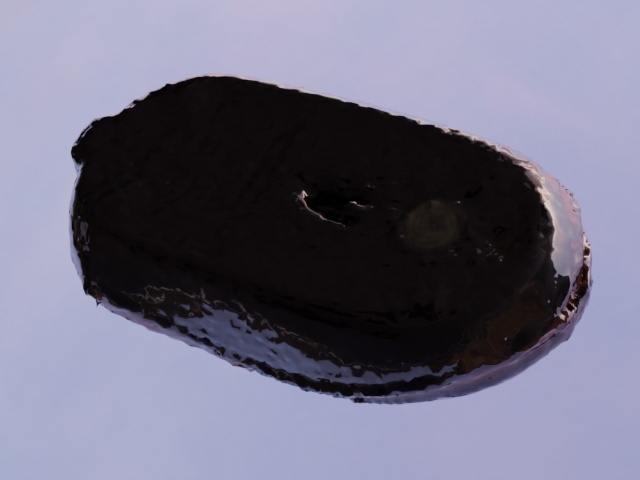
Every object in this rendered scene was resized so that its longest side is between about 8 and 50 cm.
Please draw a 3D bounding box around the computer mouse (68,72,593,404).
[{"bbox_3d":[0.001,0.004,0.971,0.323,0.116,0.183,18,-126,24],"label":"computer mouse"}]
